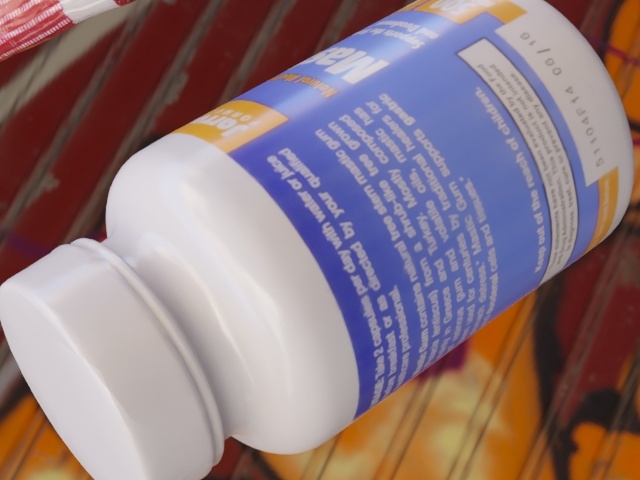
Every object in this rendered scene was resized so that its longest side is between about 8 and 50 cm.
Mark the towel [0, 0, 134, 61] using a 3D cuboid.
[{"bbox_3d":[-0.269,-0.182,0.643,0.037,0.329,0.237,-26,-81,-68],"label":"towel"}]

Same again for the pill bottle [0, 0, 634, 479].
[{"bbox_3d":[0.000,0.000,0.561,0.272,0.152,0.152,-32,-18,-27],"label":"pill bottle"}]
